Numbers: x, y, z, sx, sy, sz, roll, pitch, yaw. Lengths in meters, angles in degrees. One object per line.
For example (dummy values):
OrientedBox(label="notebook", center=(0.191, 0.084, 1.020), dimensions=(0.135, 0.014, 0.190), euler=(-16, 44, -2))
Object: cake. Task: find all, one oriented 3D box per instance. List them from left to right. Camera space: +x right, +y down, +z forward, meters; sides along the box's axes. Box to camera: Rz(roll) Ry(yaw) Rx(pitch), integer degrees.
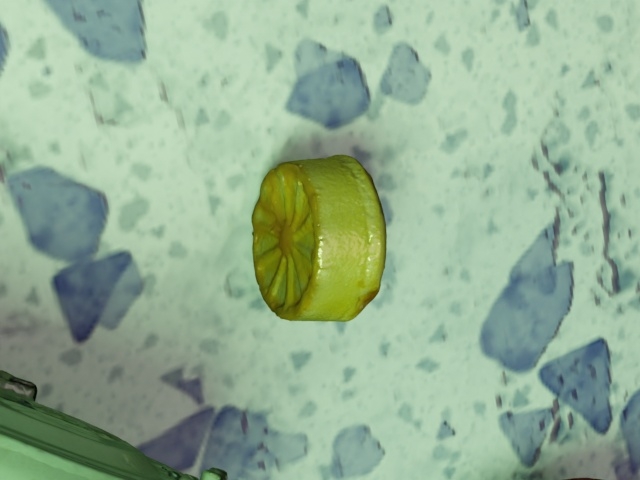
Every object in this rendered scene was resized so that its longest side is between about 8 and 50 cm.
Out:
OrientedBox(label="cake", center=(0.000, 0.000, 0.889), dimensions=(0.044, 0.084, 0.084), euler=(-2, 99, -29))

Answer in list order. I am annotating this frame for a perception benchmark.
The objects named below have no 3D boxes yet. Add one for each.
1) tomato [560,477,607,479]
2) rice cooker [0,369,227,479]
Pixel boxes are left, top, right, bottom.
OrientedBox(label="tomato", center=(0.114, 0.218, 0.990), dimensions=(0.166, 0.082, 0.174), euler=(-26, 106, -30))
OrientedBox(label="rice cooker", center=(-0.158, 0.175, 0.750), dimensions=(0.226, 0.226, 0.244), euler=(20, 86, -32))
